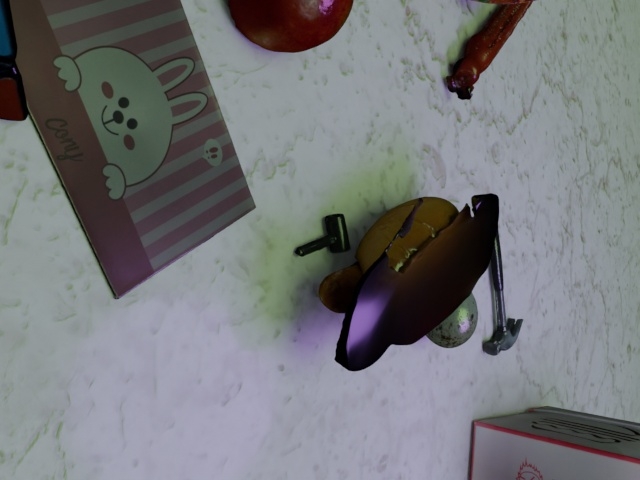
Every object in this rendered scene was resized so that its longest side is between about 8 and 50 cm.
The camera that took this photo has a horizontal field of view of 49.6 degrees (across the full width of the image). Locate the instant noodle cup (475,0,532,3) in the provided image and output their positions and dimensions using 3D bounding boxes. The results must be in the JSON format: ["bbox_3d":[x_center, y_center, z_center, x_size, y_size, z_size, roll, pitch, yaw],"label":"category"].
[{"bbox_3d":[0.284,-0.493,0.995,0.250,0.250,0.192,24,66,-47],"label":"instant noodle cup"}]

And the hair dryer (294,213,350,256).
[{"bbox_3d":[0.000,0.000,0.842,0.083,0.026,0.047,-23,107,-38],"label":"hair dryer"}]

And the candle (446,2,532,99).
[{"bbox_3d":[0.287,-0.342,1.139,0.329,0.048,0.051,-54,142,-34],"label":"candle"}]

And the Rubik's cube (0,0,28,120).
[{"bbox_3d":[-0.229,-0.160,0.410,0.250,0.234,0.284,51,55,-38],"label":"Rubik's cube"}]

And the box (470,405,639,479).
[{"bbox_3d":[0.445,0.463,1.152,0.300,0.314,0.313,8,86,-46],"label":"box"}]

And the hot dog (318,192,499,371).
[{"bbox_3d":[0.099,0.023,0.884,0.326,0.107,0.194,-14,115,-48],"label":"hot dog"}]

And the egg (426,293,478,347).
[{"bbox_3d":[0.187,0.102,1.011,0.085,0.085,0.110,26,61,-47],"label":"egg"}]

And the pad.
[{"bbox_3d":[-0.172,-0.122,0.648,0.202,0.005,0.300,-38,119,-41],"label":"pad"}]

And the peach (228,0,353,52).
[{"bbox_3d":[-0.017,-0.271,0.735,0.151,0.118,0.151,-19,119,-39],"label":"peach"}]

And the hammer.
[{"bbox_3d":[0.310,0.067,1.196,0.103,0.029,0.247,-14,100,-48],"label":"hammer"}]
